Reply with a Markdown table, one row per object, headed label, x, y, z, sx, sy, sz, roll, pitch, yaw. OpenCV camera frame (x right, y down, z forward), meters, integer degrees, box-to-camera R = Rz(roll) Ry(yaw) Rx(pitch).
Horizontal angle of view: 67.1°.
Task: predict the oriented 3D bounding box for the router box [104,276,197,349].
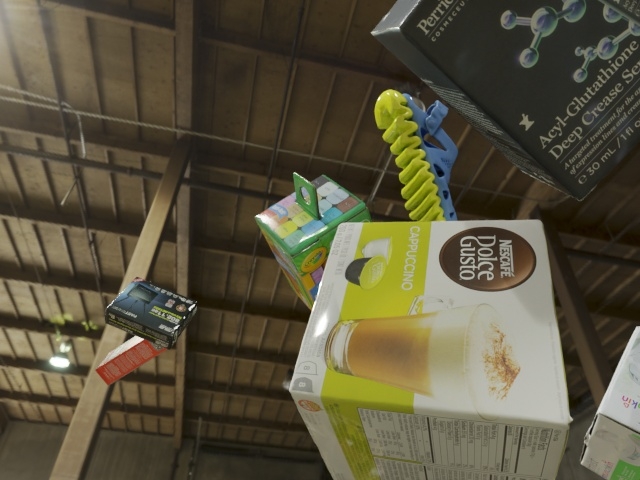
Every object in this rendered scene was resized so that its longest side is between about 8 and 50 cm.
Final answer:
| label | x | y | z | sx | sy | sz | roll | pitch | yaw |
| --- | --- | --- | --- | --- | --- | --- | --- | --- | --- |
| router box | -0.286 | 0.122 | 0.822 | 0.122 | 0.092 | 0.038 | 21 | -54 | 2 |

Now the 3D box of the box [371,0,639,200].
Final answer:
| label | x | y | z | sx | sy | sz | roll | pitch | yaw |
| --- | --- | --- | --- | --- | --- | --- | --- | --- | --- |
| box | 0.332 | -0.310 | 0.742 | 0.395 | 0.212 | 0.293 | 35 | -75 | -16 |

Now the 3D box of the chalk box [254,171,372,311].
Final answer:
| label | x | y | z | sx | sy | sz | roll | pitch | yaw |
| --- | --- | --- | --- | --- | --- | --- | --- | --- | --- |
| chalk box | 0.000 | 0.000 | 0.978 | 0.179 | 0.180 | 0.289 | -34 | -52 | -11 |

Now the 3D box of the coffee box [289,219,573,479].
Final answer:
| label | x | y | z | sx | sy | sz | roll | pitch | yaw |
| --- | --- | --- | --- | --- | --- | --- | --- | --- | --- |
| coffee box | 0.187 | 0.198 | 0.779 | 0.334 | 0.338 | 0.338 | 0 | -46 | 18 |

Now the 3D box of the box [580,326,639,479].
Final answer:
| label | x | y | z | sx | sy | sz | roll | pitch | yaw |
| --- | --- | --- | --- | --- | --- | --- | --- | --- | --- |
| box | 0.660 | 0.356 | 1.011 | 0.126 | 0.231 | 0.262 | 23 | -34 | 35 |

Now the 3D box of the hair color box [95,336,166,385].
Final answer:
| label | x | y | z | sx | sy | sz | roll | pitch | yaw |
| --- | --- | --- | --- | --- | --- | --- | --- | --- | --- |
| hair color box | -0.358 | 0.216 | 0.941 | 0.141 | 0.072 | 0.043 | -31 | -76 | 6 |

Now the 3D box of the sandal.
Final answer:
| label | x | y | z | sx | sy | sz | roll | pitch | yaw |
| --- | --- | --- | --- | --- | --- | --- | --- | --- | --- |
| sandal | 0.224 | -0.163 | 0.978 | 0.138 | 0.317 | 0.126 | -15 | -2 | -18 |
